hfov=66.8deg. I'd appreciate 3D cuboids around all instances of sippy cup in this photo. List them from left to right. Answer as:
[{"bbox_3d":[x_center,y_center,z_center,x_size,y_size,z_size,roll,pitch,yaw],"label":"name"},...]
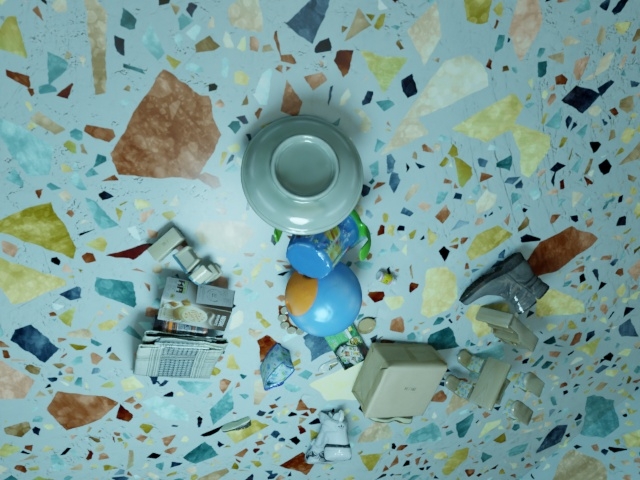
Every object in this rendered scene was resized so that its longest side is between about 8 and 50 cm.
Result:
[{"bbox_3d":[0.000,0.000,1.663,0.305,0.224,0.240,-22,119,44],"label":"sippy cup"}]

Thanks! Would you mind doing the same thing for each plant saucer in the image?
[{"bbox_3d":[-0.053,-0.221,1.539,0.400,0.100,0.400,1,81,-6],"label":"plant saucer"},{"bbox_3d":[0.195,0.364,2.079,0.083,0.015,0.083,-6,118,-11],"label":"plant saucer"}]

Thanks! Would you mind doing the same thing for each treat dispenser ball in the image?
[{"bbox_3d":[0.011,0.208,1.792,0.288,0.288,0.288,-6,118,-12],"label":"treat dispenser ball"}]

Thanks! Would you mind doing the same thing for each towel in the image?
[{"bbox_3d":[-0.536,0.448,1.840,0.312,0.056,0.324,11,137,-20],"label":"towel"}]

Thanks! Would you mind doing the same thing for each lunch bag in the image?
[{"bbox_3d":[-0.188,0.527,1.997,0.151,0.129,0.096,-45,118,9],"label":"lunch bag"}]

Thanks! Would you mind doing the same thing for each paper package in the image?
[{"bbox_3d":[0.347,0.620,2.152,0.325,0.168,0.309,7,115,-25],"label":"paper package"}]

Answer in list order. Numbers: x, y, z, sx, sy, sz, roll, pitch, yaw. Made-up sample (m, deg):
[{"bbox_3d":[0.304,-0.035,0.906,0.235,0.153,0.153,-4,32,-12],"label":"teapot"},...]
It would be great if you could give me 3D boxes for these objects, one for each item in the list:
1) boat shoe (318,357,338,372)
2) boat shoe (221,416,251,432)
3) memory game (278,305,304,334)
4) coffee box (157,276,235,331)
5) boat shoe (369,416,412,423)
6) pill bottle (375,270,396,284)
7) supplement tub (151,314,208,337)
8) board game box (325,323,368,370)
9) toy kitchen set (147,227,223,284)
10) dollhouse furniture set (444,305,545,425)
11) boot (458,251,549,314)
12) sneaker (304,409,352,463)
[{"bbox_3d":[0.036,0.554,2.124,0.100,0.035,0.035,-29,121,1],"label":"boat shoe"},{"bbox_3d":[-0.372,0.823,2.147,0.133,0.049,0.042,-16,112,-12],"label":"boat shoe"},{"bbox_3d":[-0.082,0.309,1.979,0.186,0.012,0.186,-6,118,-11],"label":"memory game"},{"bbox_3d":[-0.447,0.232,1.755,0.246,0.098,0.141,13,136,-14],"label":"coffee box"},{"bbox_3d":[0.332,0.806,2.313,0.257,0.095,0.095,12,99,-27],"label":"boat shoe"},{"bbox_3d":[0.268,0.156,1.974,0.083,0.043,0.043,21,110,-23],"label":"pill bottle"},{"bbox_3d":[-0.523,0.321,1.813,0.198,0.106,0.106,9,114,-19],"label":"supplement tub"},{"bbox_3d":[0.110,0.441,2.090,0.136,0.030,0.260,-26,120,2],"label":"board game box"},{"bbox_3d":[-0.474,0.075,1.723,0.122,0.166,0.207,-40,84,3],"label":"toy kitchen set"},{"bbox_3d":[0.762,0.533,2.137,0.256,0.362,0.394,38,74,-29],"label":"dollhouse furniture set"},{"bbox_3d":[0.778,0.227,2.050,0.338,0.118,0.223,-37,87,7],"label":"boot"},{"bbox_3d":[0.034,0.920,2.263,0.137,0.210,0.366,13,147,-20],"label":"sneaker"}]
